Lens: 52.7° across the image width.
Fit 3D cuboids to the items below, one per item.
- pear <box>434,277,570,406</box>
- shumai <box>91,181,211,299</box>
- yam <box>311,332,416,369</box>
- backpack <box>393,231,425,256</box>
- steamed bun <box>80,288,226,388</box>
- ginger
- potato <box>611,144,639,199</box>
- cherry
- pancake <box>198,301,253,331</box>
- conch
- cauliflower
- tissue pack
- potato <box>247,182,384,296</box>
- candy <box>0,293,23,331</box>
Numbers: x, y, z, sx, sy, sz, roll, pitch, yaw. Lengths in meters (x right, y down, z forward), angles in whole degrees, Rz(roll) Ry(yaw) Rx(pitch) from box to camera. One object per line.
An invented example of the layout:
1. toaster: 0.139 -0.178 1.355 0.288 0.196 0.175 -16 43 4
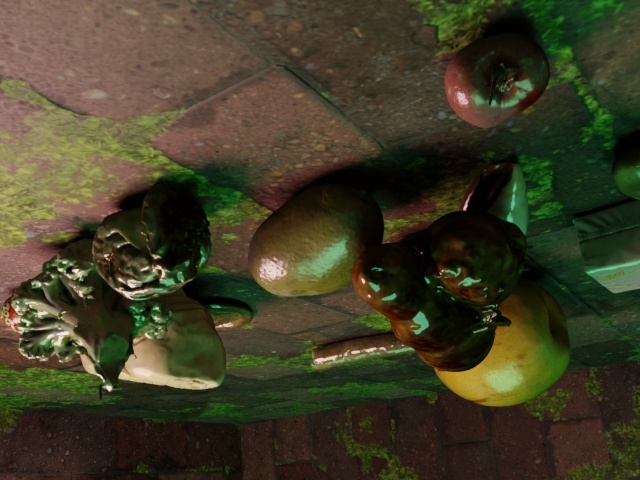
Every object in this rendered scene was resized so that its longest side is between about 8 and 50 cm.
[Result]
1. pear: 0.388 0.220 1.439 0.315 0.314 0.314 -4 158 -2
2. shumai: -0.249 -0.009 0.948 0.184 0.184 0.141 0 134 -12
3. yam: 0.143 0.321 1.916 0.372 0.083 0.083 -14 156 17
4. backpack: 0.202 0.035 1.180 0.165 0.105 0.120 -25 134 6
5. steamed bun: -0.347 0.197 1.355 0.276 0.203 0.289 20 160 -34
6. ginger: 0.214 0.086 1.000 0.254 0.176 0.418 -24 147 8
7. potato: 0.472 -0.102 0.934 0.092 0.070 0.138 -14 155 27
8. cherry: 0.180 -0.169 0.688 0.106 0.086 0.126 -6 177 -16
9. pancake: -0.282 0.187 1.554 0.250 0.031 0.250 -6 157 -2
10. conch: 0.271 -0.050 0.999 0.094 0.104 0.176 -49 154 -10
11. cauliflower: -0.374 0.138 1.098 0.256 0.315 0.239 26 104 -37
12. tissue pack: 0.598 0.003 1.150 0.225 0.124 0.185 -20 152 32
13. potato: 0.000 0.000 0.986 0.174 0.159 0.251 -25 166 -49
14. candy: -0.545 0.156 1.394 0.084 0.078 0.288 -31 156 27
